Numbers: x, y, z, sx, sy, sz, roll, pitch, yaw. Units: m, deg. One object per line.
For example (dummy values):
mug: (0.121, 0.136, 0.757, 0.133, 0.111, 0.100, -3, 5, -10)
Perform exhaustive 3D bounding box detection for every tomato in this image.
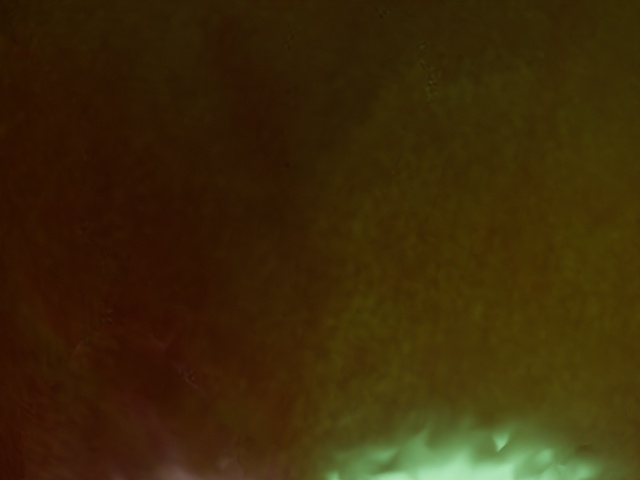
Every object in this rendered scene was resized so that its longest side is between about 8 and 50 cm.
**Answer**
tomato: (0.004, 0.001, 0.436, 0.259, 0.180, 0.260, 17, 179, 0)
